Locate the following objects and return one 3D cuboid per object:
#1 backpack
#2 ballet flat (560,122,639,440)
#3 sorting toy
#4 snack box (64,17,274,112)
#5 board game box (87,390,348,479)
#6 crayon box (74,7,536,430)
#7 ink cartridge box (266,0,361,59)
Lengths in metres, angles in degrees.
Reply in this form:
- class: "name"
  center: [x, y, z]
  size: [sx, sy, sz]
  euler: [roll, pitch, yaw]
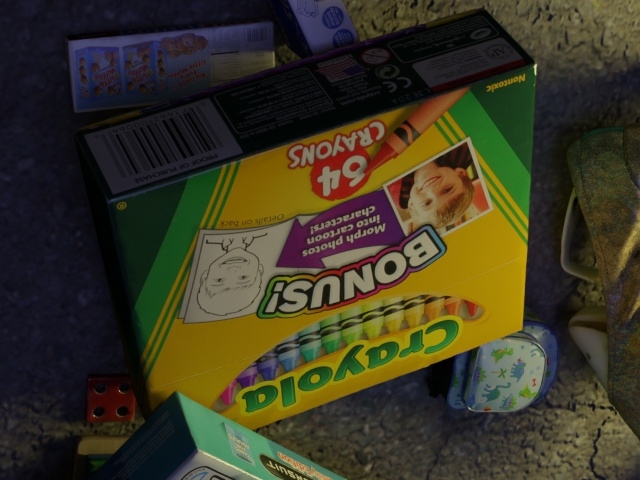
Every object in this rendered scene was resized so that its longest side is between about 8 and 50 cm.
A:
- class: "backpack"
  center: [0.176, 0.118, 1.419]
  size: [0.114, 0.084, 0.105]
  euler: [0, 112, -22]
- class: "ballet flat"
  center: [0.295, 0.051, 1.423]
  size: [0.123, 0.123, 0.348]
  euler: [-14, 112, -14]
- class: "sorting toy"
  center: [-0.168, 0.245, 1.369]
  size: [0.132, 0.046, 0.274]
  euler: [3, 108, -20]
- class: "snack box"
  center: [-0.127, -0.151, 1.245]
  size: [0.178, 0.022, 0.064]
  euler: [-8, 113, -16]
- class: "board game box"
  center: [-0.085, 0.304, 1.317]
  size: [0.254, 0.079, 0.336]
  euler: [-46, 130, 14]
- class: "crayon box"
  center: [0.000, 0.000, 1.241]
  size: [0.363, 0.106, 0.313]
  euler: [-19, 134, -14]
- class: "ink cartridge box"
  center: [-0.037, -0.247, 1.198]
  size: [0.046, 0.097, 0.207]
  euler: [-30, 117, -6]
